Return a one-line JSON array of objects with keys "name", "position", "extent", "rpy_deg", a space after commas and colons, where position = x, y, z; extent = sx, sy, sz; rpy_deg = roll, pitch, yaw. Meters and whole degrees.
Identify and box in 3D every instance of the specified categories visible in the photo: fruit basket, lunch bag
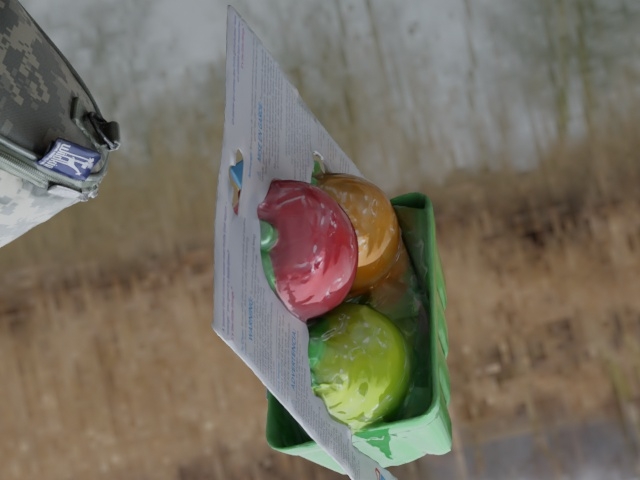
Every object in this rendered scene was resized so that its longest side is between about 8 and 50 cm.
[{"name": "fruit basket", "position": [-0.013, 0.032, 1.648], "extent": [0.165, 0.327, 0.353], "rpy_deg": [-19, 141, 24]}, {"name": "lunch bag", "position": [-0.335, -0.076, 1.481], "extent": [0.305, 0.212, 0.256], "rpy_deg": [-31, 123, 27]}]

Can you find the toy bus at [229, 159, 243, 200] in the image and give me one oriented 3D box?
[{"name": "toy bus", "position": [-0.007, -0.010, 2.085], "extent": [0.104, 0.202, 0.191], "rpy_deg": [-31, -179, -8]}]
